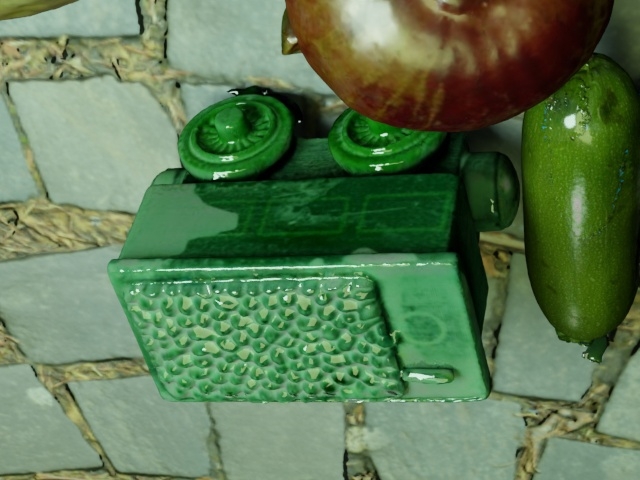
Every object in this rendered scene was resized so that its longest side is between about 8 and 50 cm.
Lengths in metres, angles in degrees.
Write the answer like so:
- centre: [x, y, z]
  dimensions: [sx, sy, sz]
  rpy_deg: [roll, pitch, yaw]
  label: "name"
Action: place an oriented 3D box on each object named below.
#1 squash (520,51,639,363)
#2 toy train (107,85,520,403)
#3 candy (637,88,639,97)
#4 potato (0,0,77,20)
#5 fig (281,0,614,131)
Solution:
- centre: [0.181, -0.004, 1.056]
  dimensions: [0.087, 0.087, 0.331]
  rpy_deg: [4, 147, 12]
  label: "squash"
- centre: [0.000, 0.000, 1.042]
  dimensions: [0.266, 0.202, 0.145]
  rpy_deg: [-2, 134, 17]
  label: "toy train"
- centre: [0.320, -0.084, 0.964]
  dimensions: [0.187, 0.077, 0.331]
  rpy_deg: [37, 136, -11]
  label: "candy"
- centre: [-0.203, -0.219, 0.814]
  dimensions: [0.237, 0.289, 0.301]
  rpy_deg: [-36, 96, 19]
  label: "potato"
- centre: [0.067, -0.157, 0.891]
  dimensions: [0.205, 0.205, 0.205]
  rpy_deg: [8, 135, 8]
  label: "fig"
